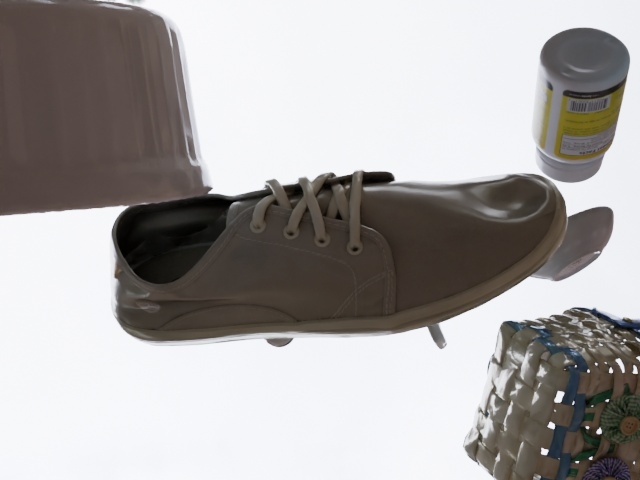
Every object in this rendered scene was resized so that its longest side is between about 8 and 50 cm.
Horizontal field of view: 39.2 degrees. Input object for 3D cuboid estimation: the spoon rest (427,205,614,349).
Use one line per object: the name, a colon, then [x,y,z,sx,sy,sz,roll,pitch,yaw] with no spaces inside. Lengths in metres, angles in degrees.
spoon rest: [0.247,0.033,1.138,0.276,0.084,0.137,-31,-22,3]

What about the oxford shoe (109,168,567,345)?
oxford shoe: [0.000,0.000,0.837,0.450,0.169,0.130,-9,-51,11]

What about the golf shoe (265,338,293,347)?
golf shoe: [-0.067,0.053,1.097,0.077,0.094,0.198,-6,-68,5]

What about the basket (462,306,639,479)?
basket: [0.331,0.206,1.061,0.289,0.201,0.254,1,-71,-32]

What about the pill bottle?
pill bottle: [0.360,-0.184,1.268,0.119,0.119,0.208,-41,-31,-21]

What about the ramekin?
ramekin: [-0.222,-0.092,0.659,0.277,0.277,0.135,-7,-82,-34]
